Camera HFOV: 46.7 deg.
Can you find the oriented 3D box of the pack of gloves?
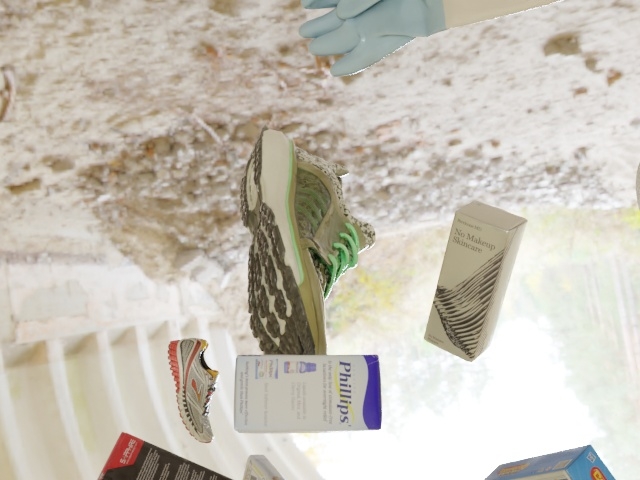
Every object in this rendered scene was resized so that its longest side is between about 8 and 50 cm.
[{"bbox_3d":[0.066,-0.233,0.530,0.232,0.195,0.046,-8,-175,43],"label":"pack of gloves"}]

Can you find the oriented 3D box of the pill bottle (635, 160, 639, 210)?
[{"bbox_3d":[0.518,-0.075,0.828,0.161,0.161,0.283,-6,178,-32],"label":"pill bottle"}]

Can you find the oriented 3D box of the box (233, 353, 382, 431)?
[{"bbox_3d":[-0.016,0.154,0.737,0.137,0.072,0.126,1,165,-5],"label":"box"}]

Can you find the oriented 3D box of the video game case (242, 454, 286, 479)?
[{"bbox_3d":[-0.049,0.372,0.762,0.026,0.227,0.206,9,-170,-33],"label":"video game case"}]

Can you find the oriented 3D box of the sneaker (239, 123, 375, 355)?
[{"bbox_3d":[0.000,0.000,0.992,0.182,0.410,0.158,6,136,-17],"label":"sneaker"}]

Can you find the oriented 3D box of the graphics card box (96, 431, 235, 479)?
[{"bbox_3d":[-0.206,0.486,1.223,0.371,0.094,0.233,24,-158,-6],"label":"graphics card box"}]

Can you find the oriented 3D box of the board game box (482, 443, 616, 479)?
[{"bbox_3d":[0.499,0.572,1.459,0.086,0.302,0.308,-31,172,-30],"label":"board game box"}]

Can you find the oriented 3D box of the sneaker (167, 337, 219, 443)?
[{"bbox_3d":[-0.255,0.313,1.558,0.093,0.225,0.088,-13,174,0],"label":"sneaker"}]

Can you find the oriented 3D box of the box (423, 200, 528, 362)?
[{"bbox_3d":[0.282,0.076,1.367,0.113,0.275,0.094,23,-152,30],"label":"box"}]
